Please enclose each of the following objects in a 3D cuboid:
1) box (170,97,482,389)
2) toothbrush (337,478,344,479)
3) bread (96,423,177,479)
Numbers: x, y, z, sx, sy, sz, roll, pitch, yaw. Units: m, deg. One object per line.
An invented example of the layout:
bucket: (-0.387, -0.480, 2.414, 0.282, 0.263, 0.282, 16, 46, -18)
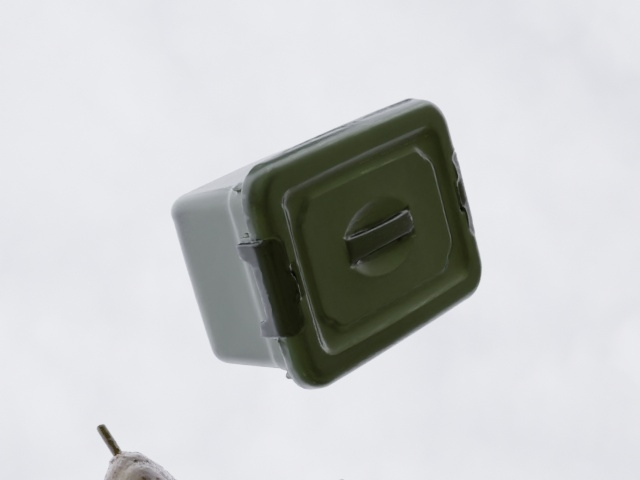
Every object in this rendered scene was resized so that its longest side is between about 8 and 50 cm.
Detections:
box: (0.000, 0.000, 0.842, 0.172, 0.092, 0.124, -26, -75, -45)
toothbrush: (-0.030, 0.273, 1.393, 0.017, 0.014, 0.162, 42, -72, -7)
bread: (-0.144, 0.325, 1.585, 0.084, 0.344, 0.124, -43, -27, 2)
